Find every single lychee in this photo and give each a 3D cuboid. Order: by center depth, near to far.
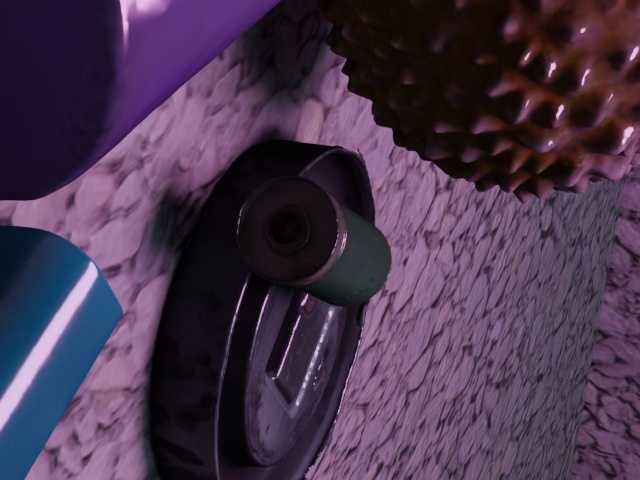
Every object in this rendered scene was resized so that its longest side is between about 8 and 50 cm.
[{"bbox_3d":[0.164,-0.243,1.138,0.380,0.380,0.432,-19,128,-68],"label":"lychee"}]

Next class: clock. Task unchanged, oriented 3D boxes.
[{"bbox_3d":[-0.038,0.069,1.266,0.312,0.061,0.312,14,90,-71],"label":"clock"}]

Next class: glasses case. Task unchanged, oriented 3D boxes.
[{"bbox_3d":[-0.214,0.120,0.735,0.301,0.117,0.070,-64,147,-33],"label":"glasses case"}]

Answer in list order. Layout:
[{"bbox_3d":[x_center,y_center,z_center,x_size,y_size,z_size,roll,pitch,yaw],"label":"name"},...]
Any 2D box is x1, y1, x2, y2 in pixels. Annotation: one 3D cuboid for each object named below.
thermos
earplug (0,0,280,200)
[{"bbox_3d":[0.000,0.005,1.148,0.073,0.083,0.187,-54,161,2],"label":"thermos"},{"bbox_3d":[-0.036,-0.218,0.724,0.456,0.215,0.215,-43,144,-40],"label":"earplug"}]
